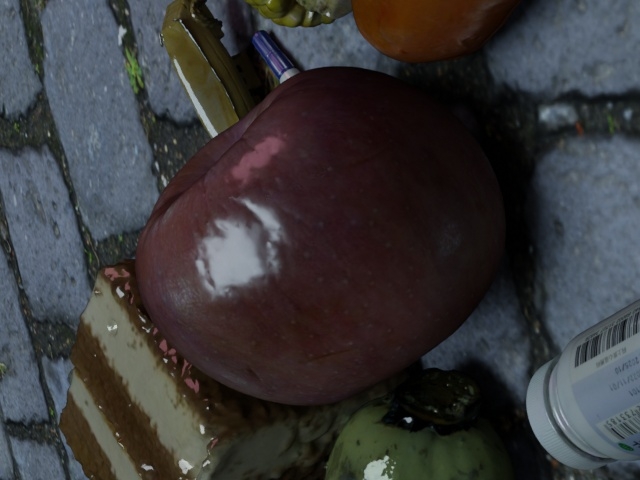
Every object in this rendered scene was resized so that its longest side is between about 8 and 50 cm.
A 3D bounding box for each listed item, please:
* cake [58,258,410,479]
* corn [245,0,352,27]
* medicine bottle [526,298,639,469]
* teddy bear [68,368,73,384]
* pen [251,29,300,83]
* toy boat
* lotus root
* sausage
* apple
[{"bbox_3d":[-0.092,0.166,1.235,0.282,0.255,0.290,49,135,34],"label":"cake"},{"bbox_3d":[-0.070,-0.315,1.103,0.347,0.130,0.130,54,142,30],"label":"corn"},{"bbox_3d":[0.234,0.096,0.863,0.186,0.102,0.103,-44,68,52],"label":"medicine bottle"},{"bbox_3d":[-0.203,0.246,1.508,0.267,0.151,0.236,30,155,57],"label":"teddy bear"},{"bbox_3d":[-0.010,-0.132,1.183,0.204,0.025,0.025,54,142,26],"label":"pen"},{"bbox_3d":[-0.096,-0.157,1.255,0.064,0.072,0.206,-20,100,42],"label":"toy boat"},{"bbox_3d":[0.088,0.266,1.110,0.173,0.173,0.309,36,134,42],"label":"lotus root"},{"bbox_3d":[0.108,-0.222,0.889,0.133,0.133,0.258,61,143,17],"label":"sausage"},{"bbox_3d":[0.000,0.000,1.009,0.235,0.306,0.305,46,148,-13],"label":"apple"}]
